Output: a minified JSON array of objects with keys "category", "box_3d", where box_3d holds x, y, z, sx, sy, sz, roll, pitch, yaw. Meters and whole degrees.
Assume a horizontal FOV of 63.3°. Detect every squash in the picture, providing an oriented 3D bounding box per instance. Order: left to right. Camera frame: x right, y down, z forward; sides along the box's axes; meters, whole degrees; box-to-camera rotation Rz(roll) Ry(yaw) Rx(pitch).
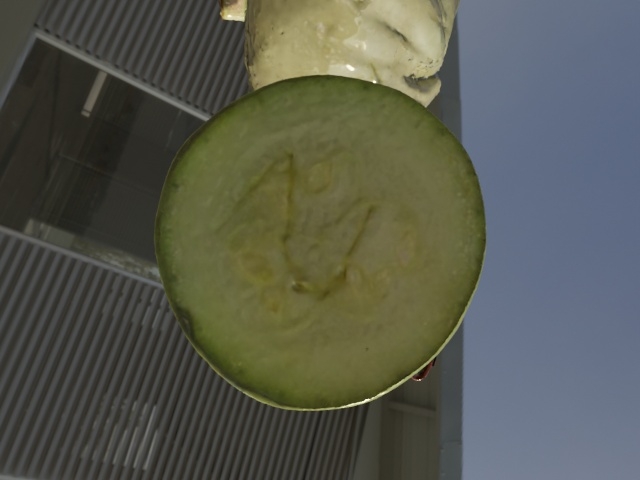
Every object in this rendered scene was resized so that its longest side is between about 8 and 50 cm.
[{"category":"squash","box_3d":[0.000,0.000,0.395,0.049,0.252,0.252,33,79,-77]}]

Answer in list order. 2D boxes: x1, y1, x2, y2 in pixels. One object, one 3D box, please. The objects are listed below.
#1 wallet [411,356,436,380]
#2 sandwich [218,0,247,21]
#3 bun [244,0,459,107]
[{"category":"wallet","box_3d":[0.128,0.090,0.732,0.204,0.045,0.142,-109,-146,-81]},{"category":"sandwich","box_3d":[-0.150,-0.505,0.883,0.162,0.058,0.193,115,-29,-63]},{"category":"bun","box_3d":[0.044,-0.263,0.649,0.362,0.234,0.326,85,14,-65]}]
